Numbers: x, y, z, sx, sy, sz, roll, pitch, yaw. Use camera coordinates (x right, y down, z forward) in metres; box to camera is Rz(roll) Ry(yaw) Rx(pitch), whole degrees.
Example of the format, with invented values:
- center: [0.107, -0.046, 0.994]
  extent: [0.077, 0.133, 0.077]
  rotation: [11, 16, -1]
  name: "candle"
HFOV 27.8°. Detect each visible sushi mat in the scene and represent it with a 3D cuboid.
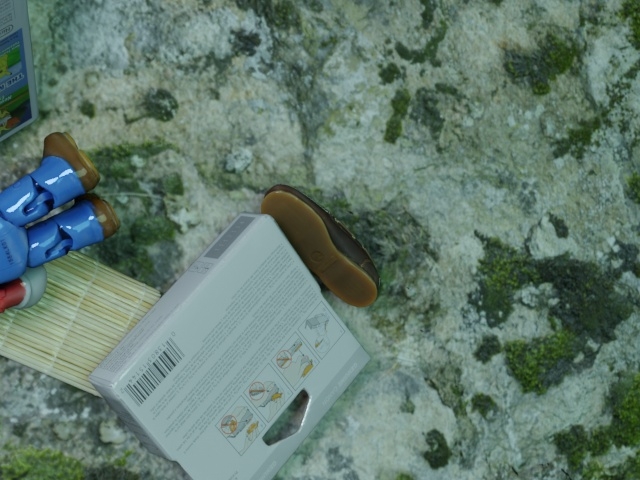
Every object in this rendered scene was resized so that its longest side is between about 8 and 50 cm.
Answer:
- center: [-0.345, 0.061, 1.499]
  extent: [0.316, 0.019, 0.151]
  rotation: [28, 73, -26]
  name: "sushi mat"

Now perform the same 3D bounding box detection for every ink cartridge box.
- center: [-0.104, 0.157, 1.609]
  extent: [0.296, 0.066, 0.261]
  rotation: [-48, 121, -24]
  name: "ink cartridge box"

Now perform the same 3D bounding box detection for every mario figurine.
- center: [-0.393, -0.001, 1.391]
  extent: [0.320, 0.170, 0.198]
  rotation: [-30, 90, -20]
  name: "mario figurine"

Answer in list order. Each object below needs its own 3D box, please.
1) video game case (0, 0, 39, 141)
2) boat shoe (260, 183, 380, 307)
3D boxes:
- center: [-0.436, -0.143, 1.317]
  extent: [0.329, 0.300, 0.036]
  rotation: [-38, 69, -27]
  name: "video game case"
- center: [0.000, 0.000, 1.689]
  extent: [0.207, 0.073, 0.073]
  rotation: [49, 27, -22]
  name: "boat shoe"
